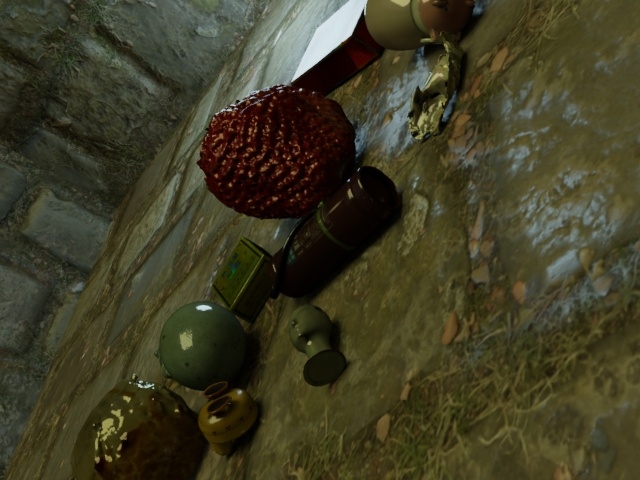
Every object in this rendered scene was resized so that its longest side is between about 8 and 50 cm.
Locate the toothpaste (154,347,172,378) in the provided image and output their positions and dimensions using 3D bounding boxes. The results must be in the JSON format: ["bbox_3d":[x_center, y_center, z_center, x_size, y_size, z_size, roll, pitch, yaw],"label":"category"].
[{"bbox_3d":[-0.375,0.288,2.001,0.268,0.047,0.069,-150,72,-72],"label":"toothpaste"}]

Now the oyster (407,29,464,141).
[{"bbox_3d":[0.213,-0.261,1.413,0.106,0.061,0.200,27,89,52],"label":"oyster"}]

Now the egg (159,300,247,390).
[{"bbox_3d":[-0.229,0.206,1.593,0.169,0.169,0.236,-59,21,1],"label":"egg"}]

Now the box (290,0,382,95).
[{"bbox_3d":[0.063,-0.491,2.009,0.313,0.089,0.197,-22,39,59],"label":"box"}]

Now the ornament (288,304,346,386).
[{"bbox_3d":[-0.011,0.156,1.287,0.075,0.081,0.156,-50,26,15],"label":"ornament"}]

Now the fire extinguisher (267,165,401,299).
[{"bbox_3d":[0.000,0.000,1.451,0.341,0.105,0.141,-43,10,35],"label":"fire extinguisher"}]

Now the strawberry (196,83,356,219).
[{"bbox_3d":[-0.073,-0.187,1.699,0.351,0.267,0.312,20,73,45],"label":"strawberry"}]

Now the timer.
[{"bbox_3d":[-0.158,0.314,1.421,0.107,0.109,0.107,-23,21,10],"label":"timer"}]

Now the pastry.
[{"bbox_3d":[-0.362,0.386,1.553,0.237,0.170,0.256,21,64,41],"label":"pastry"}]

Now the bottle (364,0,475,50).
[{"bbox_3d":[0.199,-0.442,1.553,0.147,0.147,0.236,-61,27,-5],"label":"bottle"}]

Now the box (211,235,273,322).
[{"bbox_3d":[-0.161,0.080,1.765,0.141,0.064,0.220,-59,22,0],"label":"box"}]
